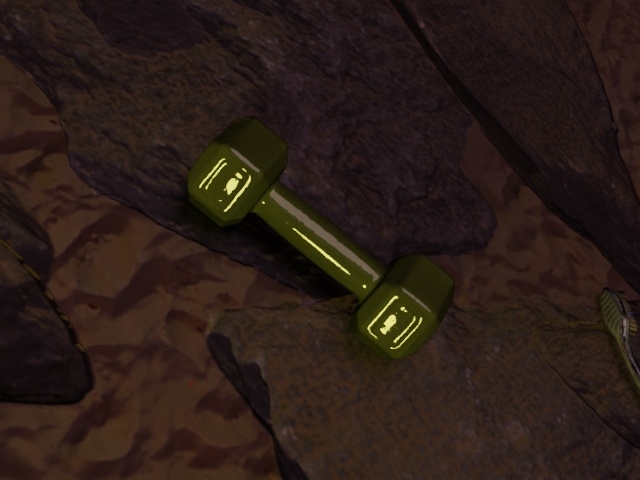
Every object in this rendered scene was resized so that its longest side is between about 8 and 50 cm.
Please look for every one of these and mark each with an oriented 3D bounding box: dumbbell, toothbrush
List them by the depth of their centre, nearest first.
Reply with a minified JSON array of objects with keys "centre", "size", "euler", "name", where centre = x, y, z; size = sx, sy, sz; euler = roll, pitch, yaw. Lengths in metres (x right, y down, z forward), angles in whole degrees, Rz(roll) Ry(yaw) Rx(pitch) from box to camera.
[{"centre":[0.000,0.000,0.913],"size":[0.302,0.121,0.108],"euler":[38,18,-1],"name":"dumbbell"},{"centre":[0.417,0.238,1.052],"size":[0.042,0.035,0.414],"euler":[10,54,-30],"name":"toothbrush"}]
